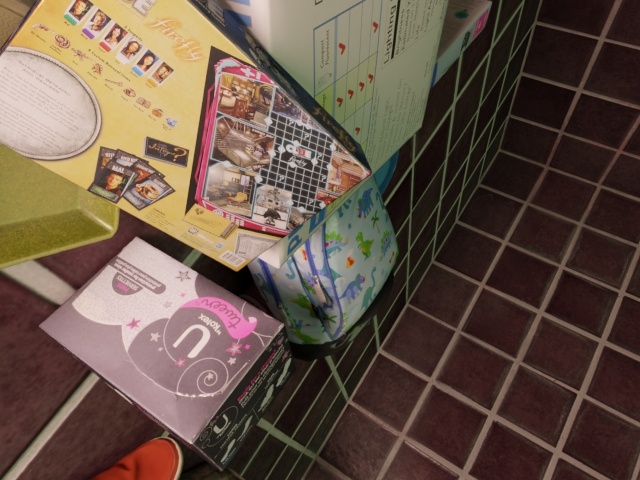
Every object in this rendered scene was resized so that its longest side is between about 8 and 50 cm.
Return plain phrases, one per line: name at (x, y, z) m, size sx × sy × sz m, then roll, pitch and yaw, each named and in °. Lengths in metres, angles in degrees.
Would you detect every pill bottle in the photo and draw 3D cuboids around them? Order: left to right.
pill bottle at (-0.105, 0.112, 0.939) m, size 0.152 × 0.086 × 0.086 m, roll -46°, pitch 152°, yaw -35°

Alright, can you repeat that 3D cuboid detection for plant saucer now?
plant saucer at (-0.272, -0.071, 0.423) m, size 0.188 × 0.045 × 0.188 m, roll -27°, pitch 138°, yaw -56°

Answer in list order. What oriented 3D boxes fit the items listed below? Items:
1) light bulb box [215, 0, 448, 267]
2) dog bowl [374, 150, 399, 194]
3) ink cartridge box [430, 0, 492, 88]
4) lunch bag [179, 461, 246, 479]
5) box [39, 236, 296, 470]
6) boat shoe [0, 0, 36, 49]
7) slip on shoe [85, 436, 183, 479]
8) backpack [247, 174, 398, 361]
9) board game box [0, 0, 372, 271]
light bulb box at (-0.027, -0.233, 0.538) m, size 0.361 × 0.226 × 0.357 m, roll -45°, pitch 152°, yaw -34°
dog bowl at (0.087, -0.166, 1.066) m, size 0.297 × 0.074 × 0.165 m, roll -14°, pitch 127°, yaw -61°
ink cartridge box at (0.155, -0.362, 0.845) m, size 0.311 × 0.186 × 0.065 m, roll -49°, pitch 156°, yaw -29°
lunch bag at (-0.216, 0.642, 1.024) m, size 0.168 × 0.287 × 0.235 m, roll -64°, pitch 157°, yaw 2°
box at (-0.178, 0.132, 0.585) m, size 0.163 × 0.248 × 0.142 m, roll -51°, pitch 156°, yaw -27°
boat shoe at (-0.275, -0.178, 0.218) m, size 0.113 × 0.103 × 0.302 m, roll -31°, pitch 165°, yaw 10°
slip on shoe at (-0.349, 0.418, 0.717) m, size 0.331 × 0.123 × 0.101 m, roll -29°, pitch 136°, yaw -47°
backpack at (0.000, 0.000, 0.819) m, size 0.290 × 0.274 × 0.355 m, roll -46°, pitch 116°, yaw -35°
board game box at (-0.098, -0.080, 0.354) m, size 0.165 × 0.042 × 0.243 m, roll -34°, pitch 134°, yaw 22°
